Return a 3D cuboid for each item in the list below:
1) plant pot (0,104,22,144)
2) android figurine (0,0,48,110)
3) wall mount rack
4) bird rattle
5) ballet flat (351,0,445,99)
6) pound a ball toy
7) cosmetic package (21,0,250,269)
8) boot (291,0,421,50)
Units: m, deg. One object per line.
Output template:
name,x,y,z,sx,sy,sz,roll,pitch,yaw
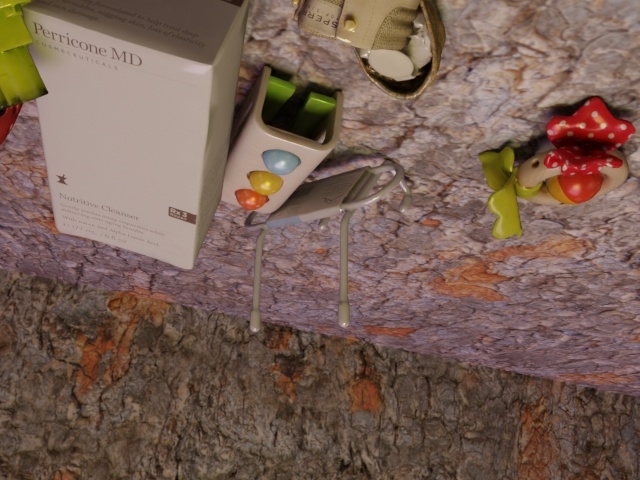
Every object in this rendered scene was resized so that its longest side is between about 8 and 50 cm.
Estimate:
plant pot,-0.568,-0.199,1.037,0.191,0.174,0.191,6,158,3
android figurine,-0.361,-0.271,0.690,0.056,0.273,0.248,-28,-161,-27
wall mount rack,0.000,0.000,1.144,0.350,0.304,0.130,-11,122,43
bird rattle,0.364,-0.110,1.015,0.206,0.143,0.253,9,150,-34
ballet flat,0.050,-0.262,0.687,0.123,0.123,0.348,-1,157,25
pound a ball toy,-0.122,-0.137,1.061,0.208,0.136,0.319,16,158,-17
cosmetic package,-0.229,-0.151,0.874,0.217,0.156,0.385,16,143,0
boot,0.024,-0.256,0.512,0.095,0.203,0.262,41,-155,29
